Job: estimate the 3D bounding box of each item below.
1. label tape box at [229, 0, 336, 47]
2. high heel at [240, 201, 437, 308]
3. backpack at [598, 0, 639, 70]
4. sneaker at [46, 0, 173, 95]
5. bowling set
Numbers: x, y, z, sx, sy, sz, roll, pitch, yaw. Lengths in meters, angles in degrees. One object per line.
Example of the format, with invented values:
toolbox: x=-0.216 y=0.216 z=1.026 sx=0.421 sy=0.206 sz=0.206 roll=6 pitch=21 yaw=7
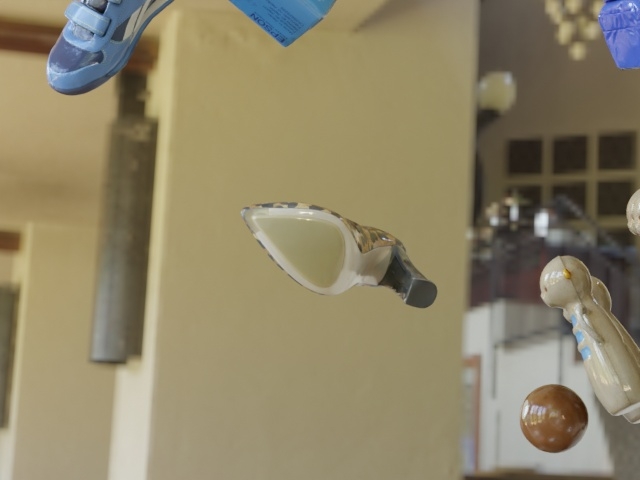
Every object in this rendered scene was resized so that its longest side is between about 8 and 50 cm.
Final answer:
label tape box: x=-0.034 y=-0.449 z=2.001 sx=0.249 sy=0.347 sz=0.115 roll=38 pitch=-30 yaw=-13
high heel: x=0.000 y=0.000 z=1.931 sx=0.261 sy=0.093 sz=0.186 roll=24 pitch=8 yaw=-23
backpack: x=0.320 y=-0.216 z=1.449 sx=0.120 sy=0.101 sz=0.098 roll=-26 pitch=15 yaw=-12
sneaker: x=-0.145 y=-0.165 z=1.116 sx=0.053 sy=0.144 sz=0.059 roll=30 pitch=-12 yaw=30
bowling set: x=0.220 y=0.057 z=1.240 sx=0.200 sy=0.154 sz=0.287 roll=-27 pitch=-18 yaw=7
